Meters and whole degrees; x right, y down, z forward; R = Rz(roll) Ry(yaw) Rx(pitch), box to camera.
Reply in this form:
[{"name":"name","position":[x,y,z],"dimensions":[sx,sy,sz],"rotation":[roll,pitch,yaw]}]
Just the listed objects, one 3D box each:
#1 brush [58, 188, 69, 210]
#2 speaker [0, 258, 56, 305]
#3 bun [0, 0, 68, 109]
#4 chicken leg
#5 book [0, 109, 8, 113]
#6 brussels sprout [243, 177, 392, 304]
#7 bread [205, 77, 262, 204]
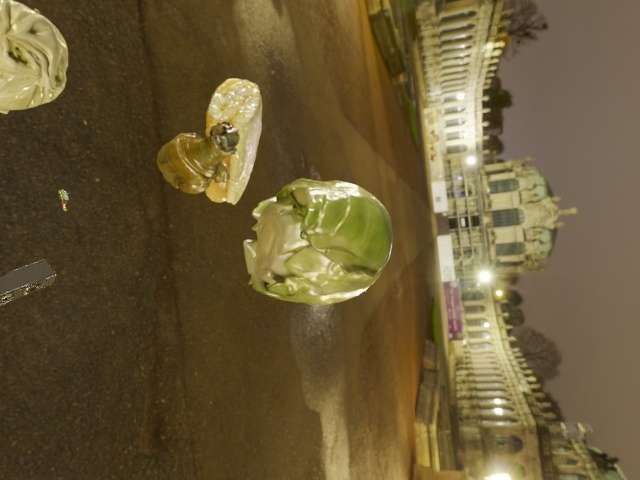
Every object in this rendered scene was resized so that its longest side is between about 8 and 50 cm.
[{"name":"brush","position":[-0.751,-0.118,1.314],"dimensions":[0.083,0.021,0.018],"rotation":[57,-6,33]},{"name":"speaker","position":[-0.601,0.094,0.835],"dimensions":[0.046,0.040,0.191],"rotation":[49,34,4]},{"name":"bun","position":[-0.645,-0.386,0.934],"dimensions":[0.230,0.145,0.229],"rotation":[-22,122,-39]},{"name":"chicken leg","position":[-0.197,-0.134,0.742],"dimensions":[0.088,0.228,0.103],"rotation":[-31,108,-44]},{"name":"book","position":[-1.394,-0.669,1.754],"dimensions":[0.032,0.390,0.268],"rotation":[140,-40,-60]},{"name":"brussels sprout","position":[0.014,0.011,1.250],"dimensions":[0.362,0.426,0.341],"rotation":[11,83,-31]},{"name":"bread","position":[-0.290,-0.321,1.489],"dimensions":[0.375,0.165,0.236],"rotation":[111,-10,-49]}]
